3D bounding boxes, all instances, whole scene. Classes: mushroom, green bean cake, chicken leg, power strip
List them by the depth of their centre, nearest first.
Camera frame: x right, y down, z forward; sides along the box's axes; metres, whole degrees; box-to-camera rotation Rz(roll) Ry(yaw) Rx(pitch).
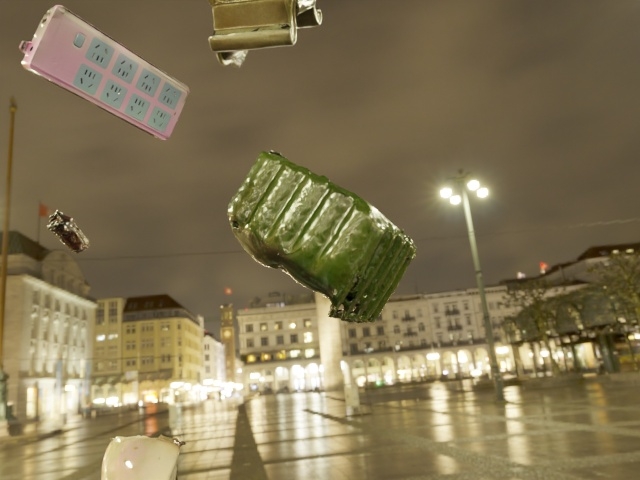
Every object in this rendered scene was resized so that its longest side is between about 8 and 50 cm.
[{"bbox_3d":[-0.343,-0.269,0.869,0.037,0.109,0.278,24,-1,40],"label":"power strip"},{"bbox_3d":[0.000,0.000,1.058,0.319,0.218,0.335,33,0,28],"label":"green bean cake"},{"bbox_3d":[-0.388,0.516,1.060,0.162,0.173,0.236,17,-47,0],"label":"mushroom"},{"bbox_3d":[-0.729,-0.017,1.522,0.063,0.105,0.234,-26,-18,-14],"label":"chicken leg"}]

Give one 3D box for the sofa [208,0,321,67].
[{"bbox_3d":[-0.108,-0.475,1.128,0.199,0.182,0.258,0,32,16],"label":"sofa"}]
